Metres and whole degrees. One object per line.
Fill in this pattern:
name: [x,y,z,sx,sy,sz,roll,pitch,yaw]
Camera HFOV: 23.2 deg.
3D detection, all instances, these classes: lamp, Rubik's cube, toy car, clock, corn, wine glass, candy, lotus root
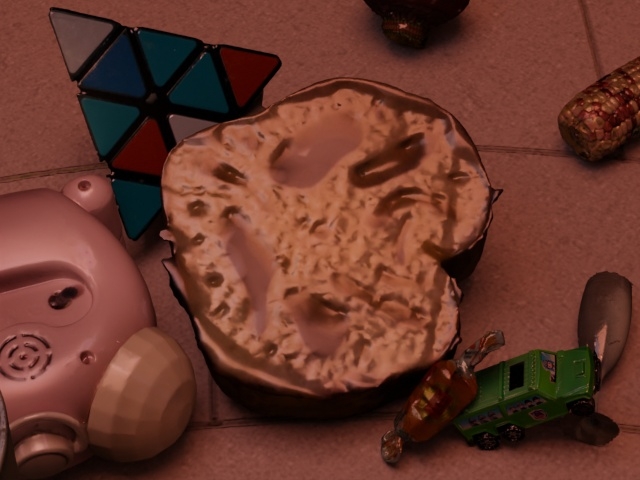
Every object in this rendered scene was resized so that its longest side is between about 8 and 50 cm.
lamp: [0.117,-0.321,2.005,0.156,0.157,0.134,14,84,51]
Rubik's cube: [-0.207,-0.204,1.789,0.250,0.234,0.284,-30,38,20]
toy car: [0.210,0.155,1.604,0.165,0.062,0.071,-24,41,32]
clock: [-0.320,0.114,1.657,0.342,0.184,0.325,-17,55,-4]
corn: [0.397,-0.184,1.906,0.253,0.086,0.086,-32,55,-22]
wine glass: [0.297,0.120,1.668,0.066,0.066,0.198,7,50,10]
candy: [0.121,0.159,1.602,0.182,0.046,0.053,-48,37,11]
lotus root: [0.000,0.000,1.682,0.375,0.111,0.390,29,73,2]

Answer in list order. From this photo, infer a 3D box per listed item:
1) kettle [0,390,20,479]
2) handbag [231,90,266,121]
kettle: [-0.392,0.314,1.344,0.250,0.376,0.361,17,54,12]
handbag: [-0.040,-0.075,1.825,0.270,0.117,0.182,28,76,27]
